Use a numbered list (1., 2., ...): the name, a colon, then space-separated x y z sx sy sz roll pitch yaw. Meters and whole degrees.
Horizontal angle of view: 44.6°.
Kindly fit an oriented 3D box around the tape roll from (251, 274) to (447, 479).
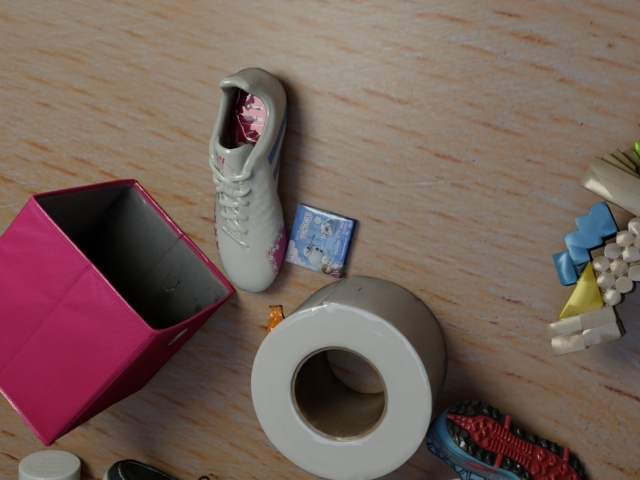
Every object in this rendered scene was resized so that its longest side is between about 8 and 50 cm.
1. tape roll: 0.045 0.185 1.086 0.246 0.169 0.246 3 100 16

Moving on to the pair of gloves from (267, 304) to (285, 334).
1. pair of gloves: -0.042 0.136 1.197 0.083 0.010 0.074 1 99 18

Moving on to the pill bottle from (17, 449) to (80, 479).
1. pill bottle: -0.469 0.484 1.340 0.121 0.121 0.221 11 102 17

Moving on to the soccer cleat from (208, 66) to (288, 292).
1. soccer cleat: -0.115 -0.080 1.115 0.116 0.143 0.331 6 101 18

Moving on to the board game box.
1. board game box: 0.000 0.000 1.155 0.090 0.020 0.090 18 104 17

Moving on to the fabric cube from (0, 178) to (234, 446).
1. fabric cube: -0.337 0.095 1.161 0.259 0.254 0.258 47 109 6

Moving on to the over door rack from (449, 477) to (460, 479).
1. over door rack: 0.038 0.380 1.040 0.324 0.239 0.108 0 69 -3

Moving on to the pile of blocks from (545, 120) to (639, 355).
1. pile of blocks: 0.387 -0.018 0.982 0.149 0.112 0.362 37 101 23

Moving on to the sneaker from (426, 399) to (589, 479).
1. sneaker: 0.261 0.317 1.094 0.262 0.104 0.125 38 146 -4

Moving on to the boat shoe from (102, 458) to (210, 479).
1. boat shoe: -0.182 0.434 1.233 0.340 0.127 0.113 37 107 8
